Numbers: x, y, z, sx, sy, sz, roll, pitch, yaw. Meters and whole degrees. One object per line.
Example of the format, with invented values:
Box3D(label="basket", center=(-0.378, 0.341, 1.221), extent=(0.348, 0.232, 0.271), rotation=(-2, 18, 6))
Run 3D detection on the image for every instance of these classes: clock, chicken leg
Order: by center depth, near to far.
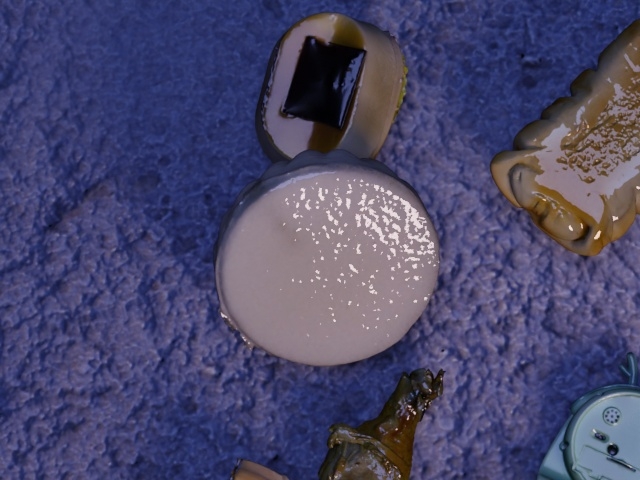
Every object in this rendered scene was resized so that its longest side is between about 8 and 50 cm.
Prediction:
Box3D(label="clock", center=(0.346, 0.234, 1.735), extent=(0.159, 0.066, 0.210), rotation=(22, 80, 10))
Box3D(label="chicken leg", center=(0.064, 0.236, 1.755), extent=(0.103, 0.088, 0.227), rotation=(23, 84, 24))

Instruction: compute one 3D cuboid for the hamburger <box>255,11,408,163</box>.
Box3D(label="hamburger", center=(0.011, -0.174, 1.848), extent=(0.173, 0.116, 0.210), rotation=(11, 83, 15))

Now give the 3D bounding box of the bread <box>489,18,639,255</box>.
Box3D(label="bread", center=(0.358, -0.127, 1.788), extent=(0.311, 0.121, 0.173), rotation=(-43, 79, -4))

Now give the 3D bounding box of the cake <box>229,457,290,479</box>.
Box3D(label="cake", center=(-0.079, 0.367, 1.728), extent=(0.090, 0.109, 0.225), rotation=(15, 78, 9))

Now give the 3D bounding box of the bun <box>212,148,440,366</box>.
Box3D(label="bun", center=(0.000, 0.000, 1.783), extent=(0.263, 0.175, 0.263), rotation=(-3, 117, -5))
